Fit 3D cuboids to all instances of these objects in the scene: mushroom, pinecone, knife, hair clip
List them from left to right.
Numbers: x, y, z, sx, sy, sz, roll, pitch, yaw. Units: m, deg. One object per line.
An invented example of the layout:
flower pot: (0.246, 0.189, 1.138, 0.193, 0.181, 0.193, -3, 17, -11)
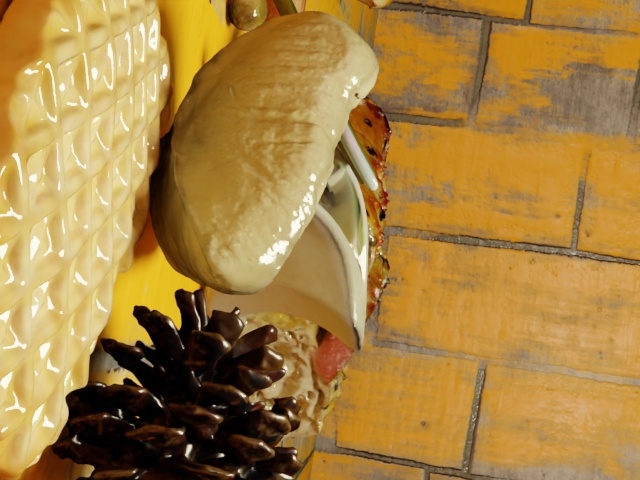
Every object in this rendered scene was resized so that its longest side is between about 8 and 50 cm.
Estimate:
pinecone: (-0.087, 0.111, 0.642, 0.163, 0.163, 0.165, 89, 9, -57)
hair clip: (-0.048, -0.031, 0.919, 0.282, 0.173, 0.113, 73, 32, -45)
mushroom: (-0.051, -0.335, 1.010, 0.068, 0.043, 0.306, 129, -26, -59)
knife: (-0.004, -0.175, 0.955, 0.061, 0.027, 0.343, 55, 11, -49)

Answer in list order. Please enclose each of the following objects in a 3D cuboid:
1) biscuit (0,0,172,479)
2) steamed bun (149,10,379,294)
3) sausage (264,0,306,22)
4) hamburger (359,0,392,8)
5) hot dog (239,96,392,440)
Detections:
biscuit: (-0.136, -0.041, 0.534, 0.204, 0.040, 0.309, 90, 10, -54)
steamed bun: (-0.057, -0.074, 0.704, 0.212, 0.110, 0.231, -58, -162, -8)
sausage: (-0.027, -0.374, 1.084, 0.053, 0.053, 0.347, -15, 114, -84)
hamburger: (0.104, -0.522, 1.725, 0.237, 0.147, 0.236, 10, 90, -87)
hot dog: (0.000, 0.000, 1.241, 0.365, 0.196, 0.367, -80, 178, -55)
